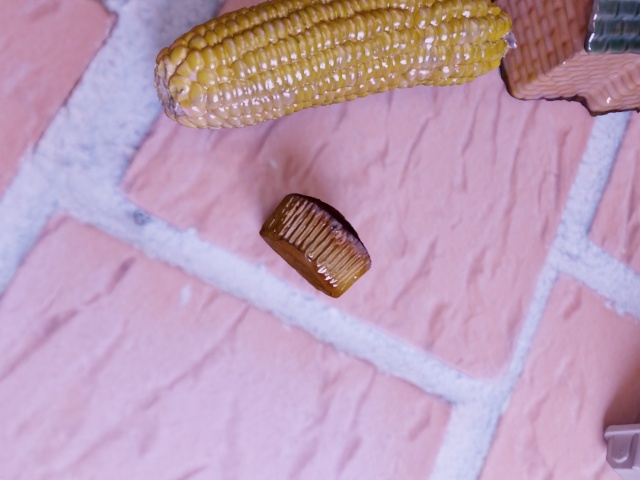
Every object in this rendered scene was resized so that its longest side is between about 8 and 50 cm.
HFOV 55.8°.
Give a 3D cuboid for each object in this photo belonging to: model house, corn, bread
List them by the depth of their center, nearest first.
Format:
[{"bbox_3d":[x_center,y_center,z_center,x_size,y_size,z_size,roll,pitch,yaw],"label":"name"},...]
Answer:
[{"bbox_3d":[0.000,0.000,0.451,0.085,0.085,0.053,43,79,-8],"label":"bread"},{"bbox_3d":[0.016,-0.149,0.475,0.291,0.101,0.101,-19,88,-15],"label":"corn"},{"bbox_3d":[0.270,-0.209,0.519,0.183,0.172,0.166,-10,87,-18],"label":"model house"}]

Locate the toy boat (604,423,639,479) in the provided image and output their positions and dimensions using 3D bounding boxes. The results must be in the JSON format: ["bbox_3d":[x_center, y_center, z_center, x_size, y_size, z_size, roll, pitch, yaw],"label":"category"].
[{"bbox_3d":[0.386,0.220,0.523,0.269,0.141,0.141,27,75,-15],"label":"toy boat"}]
